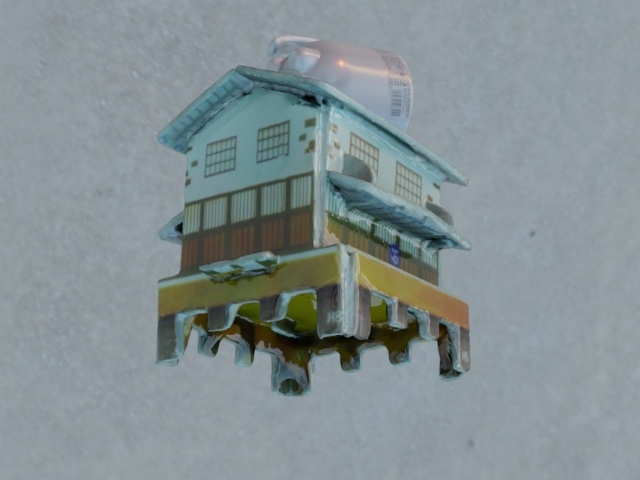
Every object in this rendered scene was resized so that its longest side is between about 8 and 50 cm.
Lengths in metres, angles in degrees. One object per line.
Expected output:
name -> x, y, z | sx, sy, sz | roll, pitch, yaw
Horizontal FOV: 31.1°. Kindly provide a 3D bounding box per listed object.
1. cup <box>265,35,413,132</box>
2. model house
cup -> 0.011, -0.186, 1.356 | 0.142, 0.134, 0.173 | 7, 68, -29
model house -> 0.000, 0.000, 0.907 | 0.224, 0.198, 0.215 | 24, 63, -51
